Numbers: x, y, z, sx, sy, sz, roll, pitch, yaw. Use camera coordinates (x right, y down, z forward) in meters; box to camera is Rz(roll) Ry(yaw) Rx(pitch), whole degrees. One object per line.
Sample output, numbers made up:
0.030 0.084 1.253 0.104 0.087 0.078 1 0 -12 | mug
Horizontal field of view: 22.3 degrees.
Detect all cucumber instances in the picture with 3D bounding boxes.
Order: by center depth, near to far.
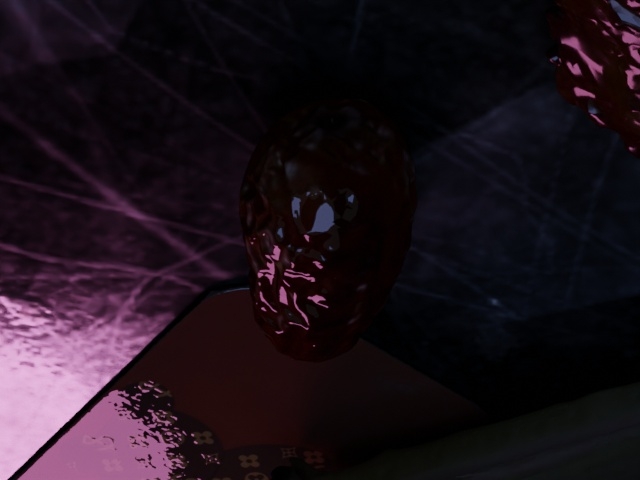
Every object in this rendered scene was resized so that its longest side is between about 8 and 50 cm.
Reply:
0.149 0.130 0.781 0.325 0.105 0.145 -20 129 13 | cucumber

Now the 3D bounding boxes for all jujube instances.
0.000 0.000 0.688 0.077 0.077 0.129 6 137 -4 | jujube

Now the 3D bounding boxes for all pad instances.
-0.052 0.130 0.850 0.181 0.004 0.267 30 125 -24 | pad

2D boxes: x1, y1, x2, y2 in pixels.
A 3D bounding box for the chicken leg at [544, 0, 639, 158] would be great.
0.099 -0.119 0.572 0.407 0.096 0.158 35 144 -24 | chicken leg
